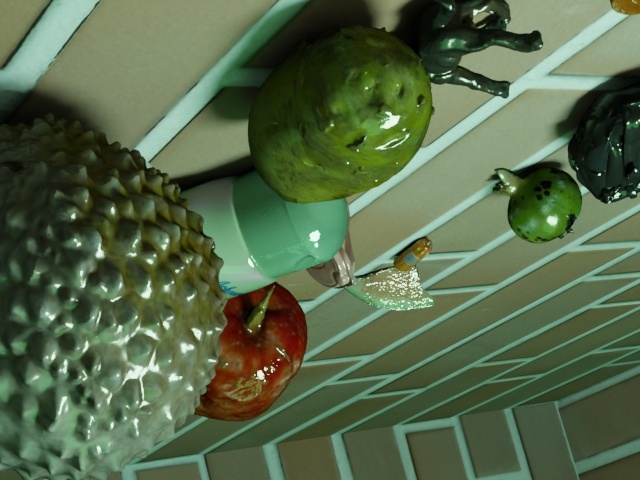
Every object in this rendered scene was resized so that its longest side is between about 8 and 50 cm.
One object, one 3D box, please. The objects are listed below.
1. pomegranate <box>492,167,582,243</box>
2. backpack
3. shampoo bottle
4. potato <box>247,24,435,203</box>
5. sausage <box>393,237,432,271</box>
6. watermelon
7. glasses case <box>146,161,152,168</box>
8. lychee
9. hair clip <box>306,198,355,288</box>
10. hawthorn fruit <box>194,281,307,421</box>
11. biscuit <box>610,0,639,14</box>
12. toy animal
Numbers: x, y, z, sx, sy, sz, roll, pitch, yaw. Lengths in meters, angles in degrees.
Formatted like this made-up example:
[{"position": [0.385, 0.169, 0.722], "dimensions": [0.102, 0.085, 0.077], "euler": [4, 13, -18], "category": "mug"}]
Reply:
[{"position": [0.321, -0.063, 2.149], "dimensions": [0.161, 0.122, 0.122], "euler": [31, 148, -13], "category": "pomegranate"}, {"position": [0.441, -0.145, 1.944], "dimensions": [0.206, 0.133, 0.258], "euler": [-18, 157, -2], "category": "backpack"}, {"position": [-0.130, 0.000, 1.864], "dimensions": [0.350, 0.151, 0.222], "euler": [-20, 161, 15], "category": "shampoo bottle"}, {"position": [0.018, -0.132, 1.544], "dimensions": [0.141, 0.176, 0.298], "euler": [-53, -171, -27], "category": "potato"}, {"position": [0.160, 0.022, 2.399], "dimensions": [0.031, 0.031, 0.107], "euler": [-6, 162, -29], "category": "sausage"}, {"position": [0.110, 0.080, 2.533], "dimensions": [0.155, 0.080, 0.101], "euler": [-12, -161, -18], "category": "watermelon"}, {"position": [-0.279, -0.060, 1.723], "dimensions": [0.164, 0.041, 0.063], "euler": [-20, 164, 17], "category": "glasses case"}, {"position": [-0.278, 0.063, 1.539], "dimensions": [0.380, 0.380, 0.432], "euler": [-10, 137, -14], "category": "lychee"}, {"position": [-0.010, 0.001, 2.000], "dimensions": [0.102, 0.138, 0.123], "euler": [-1, 167, -24], "category": "hair clip"}, {"position": [-0.145, 0.167, 2.259], "dimensions": [0.258, 0.258, 0.262], "euler": [-10, -169, -15], "category": "hawthorn fruit"}, {"position": [0.368, -0.286, 1.572], "dimensions": [0.102, 0.019, 0.130], "euler": [-14, 164, 0], "category": "biscuit"}, {"position": [0.143, -0.205, 1.539], "dimensions": [0.148, 0.084, 0.232], "euler": [-11, 167, -8], "category": "toy animal"}]
